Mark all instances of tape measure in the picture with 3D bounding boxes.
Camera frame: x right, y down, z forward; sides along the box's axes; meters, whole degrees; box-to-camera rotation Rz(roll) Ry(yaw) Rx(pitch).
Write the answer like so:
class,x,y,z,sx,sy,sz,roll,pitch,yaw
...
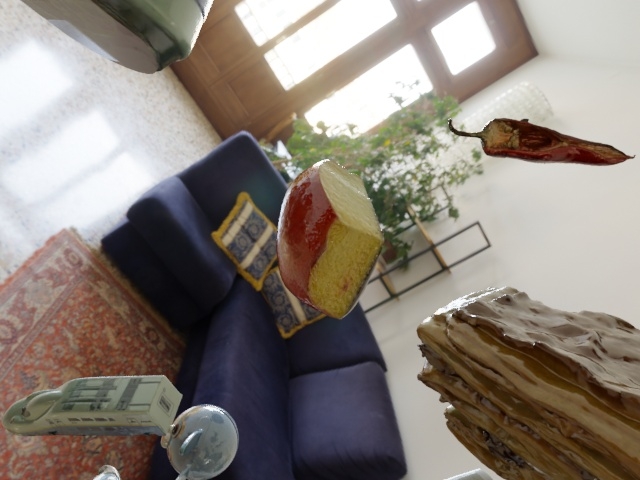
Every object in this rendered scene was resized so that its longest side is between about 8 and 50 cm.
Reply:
class,x,y,z,sx,sy,sz,roll,pitch,yaw
tape measure,-0.266,-0.327,0.568,0.259,0.138,0.262,23,-8,27

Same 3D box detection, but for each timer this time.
class,x,y,z,sx,sy,sz,roll,pitch,yaw
timer,-0.286,0.446,1.031,0.175,0.175,0.255,63,19,20

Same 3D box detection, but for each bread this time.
class,x,y,z,sx,sy,sz,roll,pitch,yaw
bread,0.318,0.187,0.562,0.370,0.192,0.314,-2,19,-38

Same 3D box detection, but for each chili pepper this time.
class,x,y,z,sx,sy,sz,roll,pitch,yaw
chili pepper,0.316,-0.142,0.699,0.050,0.268,0.059,-44,143,-87

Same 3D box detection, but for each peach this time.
class,x,y,z,sx,sy,sz,roll,pitch,yaw
peach,0.000,0.000,1.233,0.242,0.306,0.380,15,44,-31

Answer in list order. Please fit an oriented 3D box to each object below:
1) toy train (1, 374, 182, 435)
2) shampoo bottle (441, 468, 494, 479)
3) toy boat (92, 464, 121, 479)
class,x,y,z,sx,sy,sz,roll,pitch,yaw
toy train,-0.274,0.188,0.538,0.052,0.233,0.051,-77,155,-49
shampoo bottle,0.203,0.457,0.805,0.086,0.227,0.056,-120,-145,-46
toy boat,-0.409,0.450,0.784,0.185,0.077,0.075,-37,129,-47
